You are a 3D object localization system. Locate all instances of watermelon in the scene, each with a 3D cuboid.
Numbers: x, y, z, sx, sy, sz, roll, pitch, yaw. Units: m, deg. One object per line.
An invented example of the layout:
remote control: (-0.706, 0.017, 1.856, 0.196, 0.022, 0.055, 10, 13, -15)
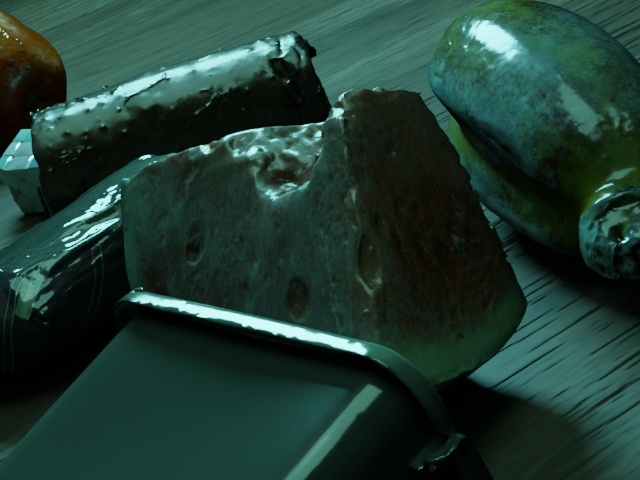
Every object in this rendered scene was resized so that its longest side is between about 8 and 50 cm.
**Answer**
watermelon: (0.000, 0.000, 0.877, 0.148, 0.226, 0.318, -1, 23, -37)

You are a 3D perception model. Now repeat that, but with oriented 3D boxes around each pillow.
pillow: (-0.184, 0.014, 1.098, 0.161, 0.092, 0.335, -8, 24, 49)

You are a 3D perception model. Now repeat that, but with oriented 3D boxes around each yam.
yam: (-0.128, -0.106, 1.280, 0.280, 0.131, 0.131, -19, 24, -1)

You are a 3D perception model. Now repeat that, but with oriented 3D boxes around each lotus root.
lotus root: (0.182, -0.071, 0.961, 0.140, 0.158, 0.322, -21, 31, -8)

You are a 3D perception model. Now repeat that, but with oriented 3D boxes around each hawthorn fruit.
hawthorn fruit: (-0.375, -0.177, 1.555, 0.189, 0.189, 0.189, -15, 24, 7)

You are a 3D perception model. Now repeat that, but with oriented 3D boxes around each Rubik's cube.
Rubik's cube: (-0.275, -0.066, 1.368, 0.084, 0.073, 0.075, 12, 54, 41)

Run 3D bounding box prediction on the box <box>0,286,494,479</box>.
box: (-0.044, 0.135, 0.678, 0.243, 0.163, 0.135, 11, 45, 44)
